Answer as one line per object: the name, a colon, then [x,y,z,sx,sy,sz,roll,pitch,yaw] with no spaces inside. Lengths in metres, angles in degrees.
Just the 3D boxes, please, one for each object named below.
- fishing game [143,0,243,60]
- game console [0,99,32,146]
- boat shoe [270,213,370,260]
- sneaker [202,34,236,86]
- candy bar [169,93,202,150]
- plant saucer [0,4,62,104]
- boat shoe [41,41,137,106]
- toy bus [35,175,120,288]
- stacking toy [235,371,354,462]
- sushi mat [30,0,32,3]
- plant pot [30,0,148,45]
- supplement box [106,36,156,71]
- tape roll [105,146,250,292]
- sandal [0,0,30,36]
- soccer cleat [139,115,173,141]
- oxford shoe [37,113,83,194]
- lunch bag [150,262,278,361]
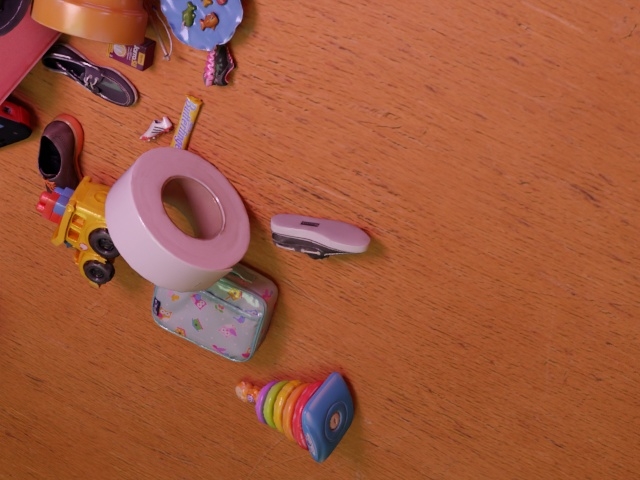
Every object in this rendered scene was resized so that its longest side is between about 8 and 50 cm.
fishing game: [-0.224,-0.435,1.482,0.264,0.041,0.189,-20,96,34]
game console: [-0.847,-0.254,1.711,0.341,0.386,0.060,-16,71,30]
boat shoe: [0.000,0.000,1.673,0.219,0.078,0.070,14,125,24]
sneaker: [-0.186,-0.346,1.551,0.057,0.047,0.119,6,121,-19]
candy bar: [-0.279,-0.232,1.672,0.040,0.018,0.161,30,128,2]
plant saucer: [-0.667,-0.403,1.609,0.258,0.259,0.048,32,159,1]
boat shoe: [-0.471,-0.327,1.661,0.206,0.065,0.075,32,127,1]
toy bus: [-0.520,-0.029,1.793,0.211,0.149,0.220,23,130,-11]
stacking toy: [-0.088,0.386,1.926,0.301,0.166,0.175,10,129,34]
sushi mat: [-0.568,-0.515,1.443,0.019,0.316,0.151,46,113,35]
plant pot: [-0.403,-0.474,1.471,0.205,0.205,0.188,20,111,9]
supplement box: [-0.371,-0.376,1.602,0.083,0.043,0.055,24,125,6]
tape roll: [-0.279,-0.042,1.627,0.286,0.286,0.100,47,126,-10]
sandal: [-0.531,-0.481,1.418,0.097,0.054,0.255,32,100,28]
soccer cleat: [-0.343,-0.231,1.694,0.083,0.029,0.036,-17,104,27]
oxford shoe: [-0.586,-0.142,1.805,0.096,0.098,0.271,17,126,12]
lunch bag: [-0.243,0.132,1.833,0.279,0.108,0.224,24,127,7]
